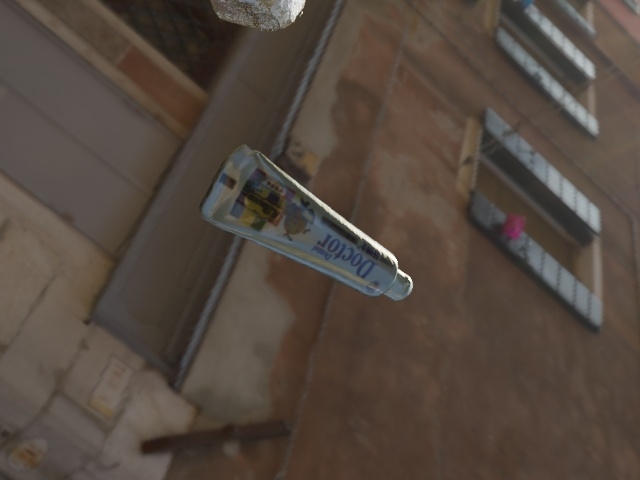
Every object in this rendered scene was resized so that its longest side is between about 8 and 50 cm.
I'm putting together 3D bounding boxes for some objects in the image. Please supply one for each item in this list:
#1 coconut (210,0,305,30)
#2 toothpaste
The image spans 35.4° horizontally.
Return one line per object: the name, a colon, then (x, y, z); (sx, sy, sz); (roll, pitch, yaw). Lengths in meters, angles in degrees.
coconut: (-0.057, -0.256, 0.920); (0.110, 0.110, 0.124); (-55, 163, -15)
toothpaste: (0.000, 0.000, 0.860); (0.037, 0.255, 0.067); (31, -90, 47)
